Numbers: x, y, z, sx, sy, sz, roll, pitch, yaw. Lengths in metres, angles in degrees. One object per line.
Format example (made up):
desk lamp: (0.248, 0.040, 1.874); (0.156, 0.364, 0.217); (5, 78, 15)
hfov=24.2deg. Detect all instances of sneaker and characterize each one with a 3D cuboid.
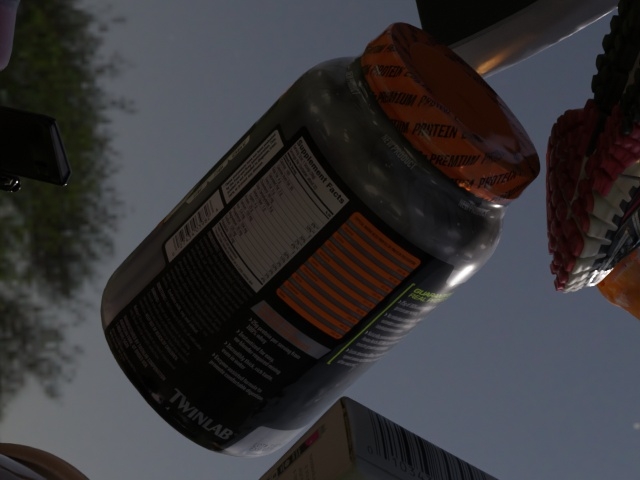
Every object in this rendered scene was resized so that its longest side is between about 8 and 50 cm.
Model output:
sneaker: (0.229, -0.054, 1.020); (0.299, 0.112, 0.121); (111, -19, -58)

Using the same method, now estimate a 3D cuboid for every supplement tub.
supplement tub: (0.000, 0.000, 1.112); (0.316, 0.193, 0.193); (-43, -136, 22)

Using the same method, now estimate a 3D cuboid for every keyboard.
keyboard: (-0.314, -0.092, 1.381); (0.023, 0.180, 0.108); (-59, 154, -42)

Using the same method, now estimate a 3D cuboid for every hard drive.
hard drive: (0.193, -0.261, 1.368); (0.254, 0.054, 0.172); (-27, -123, 30)

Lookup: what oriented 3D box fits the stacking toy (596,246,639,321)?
stacking toy: (0.321, 0.104, 1.130); (0.302, 0.165, 0.175); (44, -29, 27)

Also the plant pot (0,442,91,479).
plant pot: (-0.288, 0.241, 1.088); (0.229, 0.263, 0.263); (65, 6, -56)

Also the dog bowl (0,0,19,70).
dog bowl: (-0.353, -0.145, 0.825); (0.408, 0.408, 0.150); (-173, -107, -71)

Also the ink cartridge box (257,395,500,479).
ink cartridge box: (0.040, 0.285, 0.978); (0.330, 0.324, 0.071); (-46, -151, 25)
